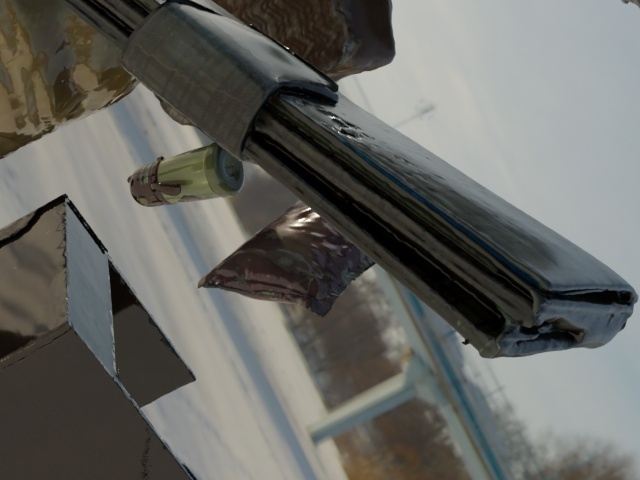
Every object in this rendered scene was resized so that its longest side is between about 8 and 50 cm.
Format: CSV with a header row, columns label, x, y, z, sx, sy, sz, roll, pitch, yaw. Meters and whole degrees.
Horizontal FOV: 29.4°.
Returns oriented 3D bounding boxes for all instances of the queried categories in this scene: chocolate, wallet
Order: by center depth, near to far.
label,x,y,z,sx,sy,sz,roll,pitch,yaw
wallet,-0.011,-0.056,0.531,0.317,0.044,0.169,38,11,23
chocolate,-0.044,-0.182,1.021,0.093,0.214,0.149,-2,81,-52

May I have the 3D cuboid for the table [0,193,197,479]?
label,x,y,z,sx,sy,sz,roll,pitch,yaw
table,-0.262,0.156,1.235,0.282,0.196,0.251,59,5,-33

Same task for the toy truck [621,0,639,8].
label,x,y,z,sx,sy,sz,roll,pitch,yaw
toy truck,0.277,-0.351,1.037,0.387,0.207,0.173,36,3,-44

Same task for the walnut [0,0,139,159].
label,x,y,z,sx,sy,sz,roll,pitch,yaw
walnut,-0.257,-0.232,0.798,0.381,0.381,0.381,63,-3,7

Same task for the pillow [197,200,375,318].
label,x,y,z,sx,sy,sz,roll,pitch,yaw
pillow,0.000,0.000,0.976,0.118,0.185,0.043,16,-52,27

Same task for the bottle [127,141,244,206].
label,x,y,z,sx,sy,sz,roll,pitch,yaw
bottle,-0.115,-0.051,1.026,0.063,0.101,0.047,25,58,-57
